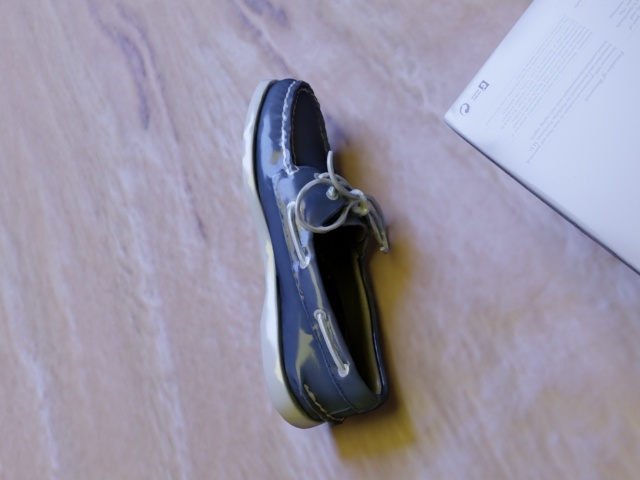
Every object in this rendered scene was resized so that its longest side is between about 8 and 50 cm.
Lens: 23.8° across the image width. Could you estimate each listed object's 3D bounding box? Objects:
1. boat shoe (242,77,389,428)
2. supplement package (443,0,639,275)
[{"bbox_3d":[0.000,0.000,1.050,0.079,0.095,0.254,-17,64,31],"label":"boat shoe"},{"bbox_3d":[0.225,-0.071,0.883,0.194,0.149,0.203,-53,52,7],"label":"supplement package"}]
